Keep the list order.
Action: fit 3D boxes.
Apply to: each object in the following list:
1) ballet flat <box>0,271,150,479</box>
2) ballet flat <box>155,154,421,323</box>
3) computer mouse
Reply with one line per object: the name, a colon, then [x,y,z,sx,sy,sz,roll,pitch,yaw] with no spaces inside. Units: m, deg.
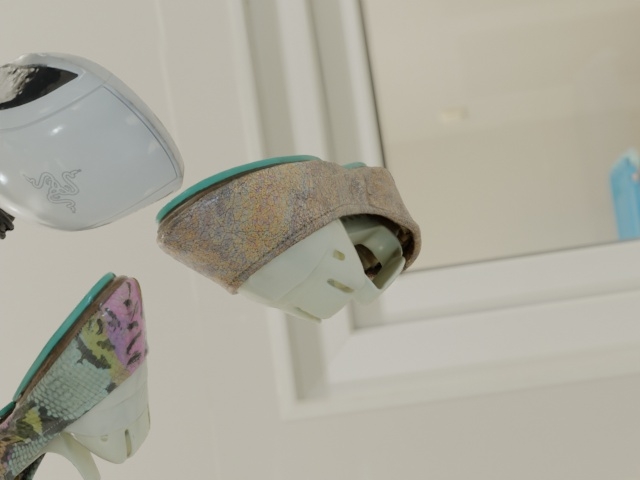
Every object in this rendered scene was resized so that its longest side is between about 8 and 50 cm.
ballet flat: [-0.143,0.102,0.787,0.079,0.221,0.077,47,-145,0]
ballet flat: [0.000,0.000,1.003,0.106,0.107,0.316,57,-156,9]
computer mouse: [-0.124,-0.034,0.538,0.042,0.193,0.106,-51,-60,-25]
